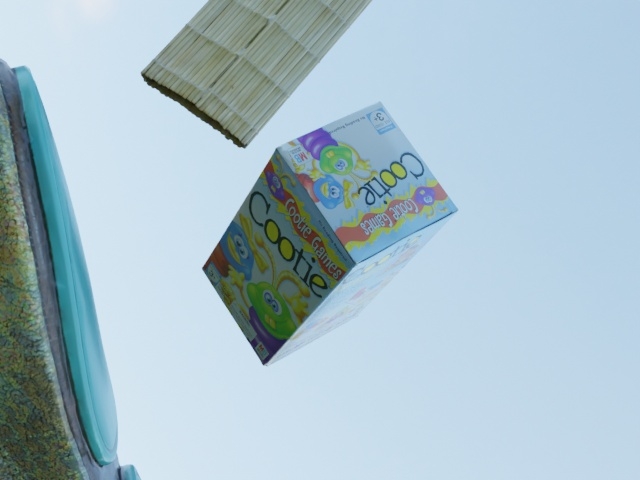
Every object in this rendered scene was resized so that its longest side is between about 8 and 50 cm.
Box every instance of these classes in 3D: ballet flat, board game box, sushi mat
[{"bbox_3d":[-0.126,0.101,0.499,0.123,0.123,0.348,13,-58,58],"label":"ballet flat"},{"bbox_3d":[0.000,0.000,1.255,0.142,0.144,0.275,56,-32,11],"label":"board game box"},{"bbox_3d":[-0.061,-0.259,1.418,0.151,0.316,0.019,36,-26,3],"label":"sushi mat"}]
